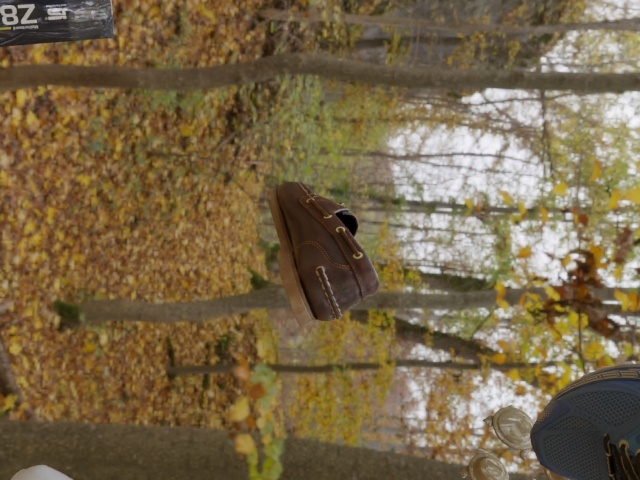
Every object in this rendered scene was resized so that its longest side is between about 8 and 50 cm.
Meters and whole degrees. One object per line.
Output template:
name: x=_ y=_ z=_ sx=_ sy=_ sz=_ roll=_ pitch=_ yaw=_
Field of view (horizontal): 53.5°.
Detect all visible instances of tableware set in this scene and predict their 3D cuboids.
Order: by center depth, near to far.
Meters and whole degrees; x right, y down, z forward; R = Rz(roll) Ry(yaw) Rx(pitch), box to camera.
tableware set: x=0.279 y=0.308 z=0.852 sx=0.141 sy=0.168 sz=0.020 roll=-36 pitch=153 yaw=-37

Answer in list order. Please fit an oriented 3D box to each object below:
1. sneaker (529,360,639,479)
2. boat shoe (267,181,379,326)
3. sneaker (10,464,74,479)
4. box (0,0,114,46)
sneaker: x=0.300 y=0.187 z=0.519 sx=0.330 sy=0.147 sz=0.130 roll=-14 pitch=-83 yaw=58
boat shoe: x=0.000 y=0.000 z=0.544 sx=0.207 sy=0.073 sz=0.073 roll=-111 pitch=176 yaw=-60
sneaker: x=-0.118 y=0.222 z=0.446 sx=0.095 sy=0.235 sz=0.090 roll=-54 pitch=163 yaw=-18
box: x=-0.492 y=-0.397 z=0.882 sx=0.395 sy=0.318 sz=0.097 roll=56 pitch=-30 yaw=38
